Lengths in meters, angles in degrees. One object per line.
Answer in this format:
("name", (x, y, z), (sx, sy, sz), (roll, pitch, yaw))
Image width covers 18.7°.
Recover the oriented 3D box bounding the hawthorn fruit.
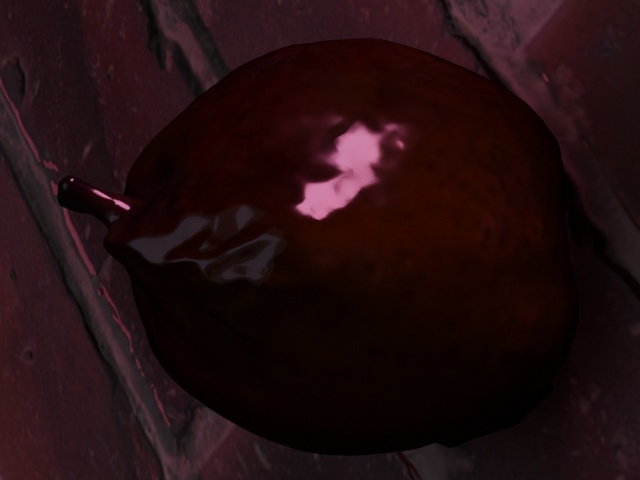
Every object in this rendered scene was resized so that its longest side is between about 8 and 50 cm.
("hawthorn fruit", (0.019, 0.002, 1.316), (0.308, 0.325, 0.308), (-3, 82, 20))
